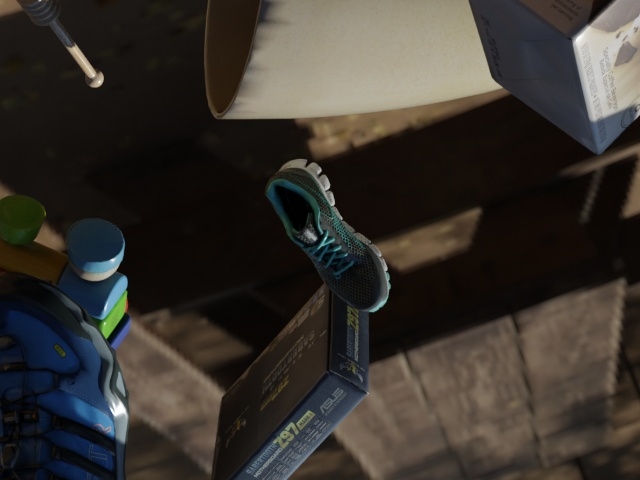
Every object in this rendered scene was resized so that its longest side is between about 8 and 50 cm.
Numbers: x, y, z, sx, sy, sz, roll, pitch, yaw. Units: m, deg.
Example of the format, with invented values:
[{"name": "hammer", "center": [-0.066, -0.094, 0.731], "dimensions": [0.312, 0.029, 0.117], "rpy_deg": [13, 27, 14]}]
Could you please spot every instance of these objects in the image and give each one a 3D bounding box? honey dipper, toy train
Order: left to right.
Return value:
[{"name": "toy train", "center": [-0.298, 0.014, 1.570], "dimensions": [0.105, 0.248, 0.143], "rpy_deg": [-57, 166, -46]}, {"name": "honey dipper", "center": [-0.240, -0.190, 1.541], "dimensions": [0.030, 0.030, 0.161], "rpy_deg": [-21, 151, 5]}]

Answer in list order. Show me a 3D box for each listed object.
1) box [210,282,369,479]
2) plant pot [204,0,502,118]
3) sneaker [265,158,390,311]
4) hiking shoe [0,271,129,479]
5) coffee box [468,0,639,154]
[{"name": "box", "center": [-0.034, 0.175, 1.841], "dimensions": [0.059, 0.183, 0.233], "rpy_deg": [31, 119, -18]}, {"name": "plant pot", "center": [0.051, -0.222, 1.552], "dimensions": [0.274, 0.256, 0.256], "rpy_deg": [8, 154, -15]}, {"name": "sneaker", "center": [0.000, 0.000, 1.546], "dimensions": [0.065, 0.166, 0.076], "rpy_deg": [-40, 171, 20]}, {"name": "hiking shoe", "center": [-0.220, 0.175, 1.346], "dimensions": [0.113, 0.304, 0.132], "rpy_deg": [-14, -171, 23]}, {"name": "coffee box", "center": [0.253, -0.232, 1.202], "dimensions": [0.297, 0.119, 0.168], "rpy_deg": [-45, 151, -8]}]
